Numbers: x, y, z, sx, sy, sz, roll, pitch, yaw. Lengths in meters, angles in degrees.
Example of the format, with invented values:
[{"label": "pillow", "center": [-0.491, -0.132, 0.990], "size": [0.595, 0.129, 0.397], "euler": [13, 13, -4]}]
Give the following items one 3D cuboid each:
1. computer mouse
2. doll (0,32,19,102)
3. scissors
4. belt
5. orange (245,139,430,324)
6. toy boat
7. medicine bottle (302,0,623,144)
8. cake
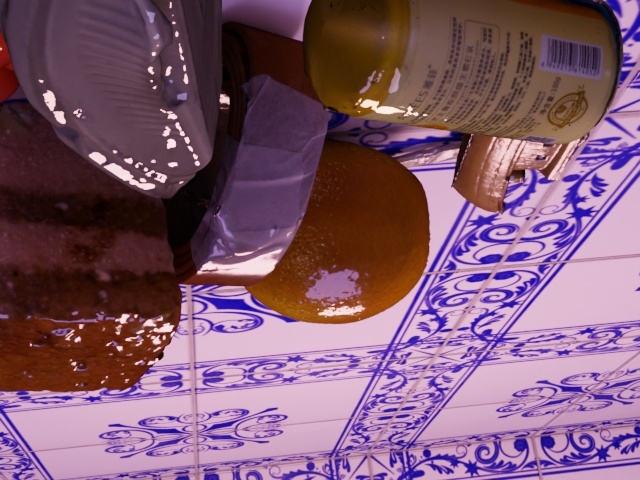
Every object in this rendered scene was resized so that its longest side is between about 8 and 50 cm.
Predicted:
[{"label": "computer mouse", "center": [-0.148, -0.180, 0.743], "size": [0.145, 0.228, 0.429], "euler": [-2, 160, 0]}, {"label": "doll", "center": [-0.287, -0.184, 0.807], "size": [0.161, 0.130, 0.290], "euler": [-14, 163, 7]}, {"label": "scissors", "center": [0.173, -0.111, 1.284], "size": [0.300, 0.022, 0.109], "euler": [-11, 154, 9]}, {"label": "belt", "center": [-0.084, -0.073, 1.022], "size": [0.105, 0.184, 0.261], "euler": [8, 123, -34]}, {"label": "orange", "center": [0.011, -0.009, 1.219], "size": [0.236, 0.236, 0.236], "euler": [-7, 158, -3]}, {"label": "toy boat", "center": [0.221, -0.123, 1.152], "size": [0.121, 0.089, 0.321], "euler": [9, 151, 0]}, {"label": "medicine bottle", "center": [0.101, -0.141, 0.801], "size": [0.239, 0.124, 0.124], "euler": [5, 155, -27]}, {"label": "cake", "center": [-0.252, -0.014, 1.022], "size": [0.196, 0.293, 0.199], "euler": [3, 150, -22]}]
